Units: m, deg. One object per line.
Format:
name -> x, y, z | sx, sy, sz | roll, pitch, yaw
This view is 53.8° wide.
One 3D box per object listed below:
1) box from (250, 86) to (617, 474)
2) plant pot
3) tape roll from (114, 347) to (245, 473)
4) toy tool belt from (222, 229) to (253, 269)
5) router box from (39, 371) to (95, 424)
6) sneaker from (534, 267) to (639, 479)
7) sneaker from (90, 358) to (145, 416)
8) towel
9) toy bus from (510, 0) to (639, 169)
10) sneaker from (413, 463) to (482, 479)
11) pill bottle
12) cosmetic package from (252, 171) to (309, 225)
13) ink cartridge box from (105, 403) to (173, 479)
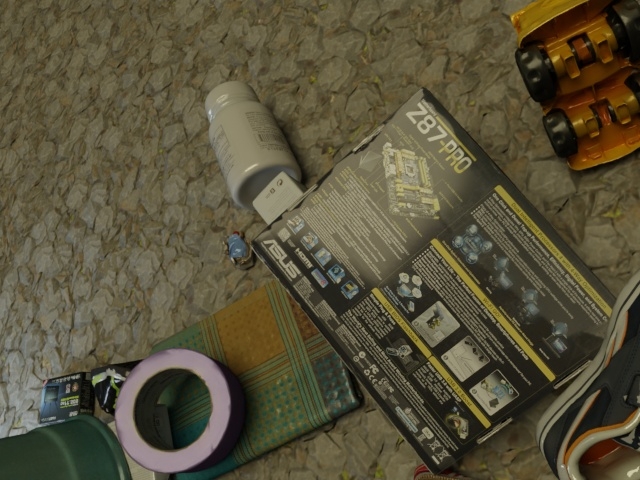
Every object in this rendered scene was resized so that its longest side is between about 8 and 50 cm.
box -> 0.147, 0.051, 0.830 | 0.318, 0.097, 0.395 | -43, 80, 15
plant pot -> -0.539, 0.465, 1.016 | 0.341, 0.334, 0.340 | -9, 76, 40
tape roll -> -0.220, 0.269, 0.998 | 0.189, 0.080, 0.188 | -4, 70, 10
toy tool belt -> -0.153, 0.011, 1.150 | 0.052, 0.051, 0.083 | -30, 59, 20
router box -> -0.510, 0.320, 1.274 | 0.123, 0.038, 0.092 | -17, 65, 27
sneaker -> 0.363, 0.153, 0.679 | 0.127, 0.126, 0.321 | -98, 31, -70
sneaker -> -0.353, 0.271, 1.149 | 0.235, 0.084, 0.097 | -24, 74, 55
towel -> -0.124, 0.227, 1.064 | 0.370, 0.040, 0.271 | -30, 59, 19
toy bus -> 0.348, -0.238, 0.862 | 0.150, 0.220, 0.211 | -25, 29, 17
sneaker -> 0.181, 0.324, 0.836 | 0.119, 0.067, 0.042 | 13, 88, 3
pill bottle -> -0.132, -0.179, 1.156 | 0.131, 0.131, 0.229 | -36, 58, 17
cosmetic package -> 0.000, 0.000, 1.018 | 0.085, 0.117, 0.231 | -46, 54, 11
ink cartridge box -> -0.318, 0.420, 1.088 | 0.189, 0.066, 0.232 | -30, 69, 37
